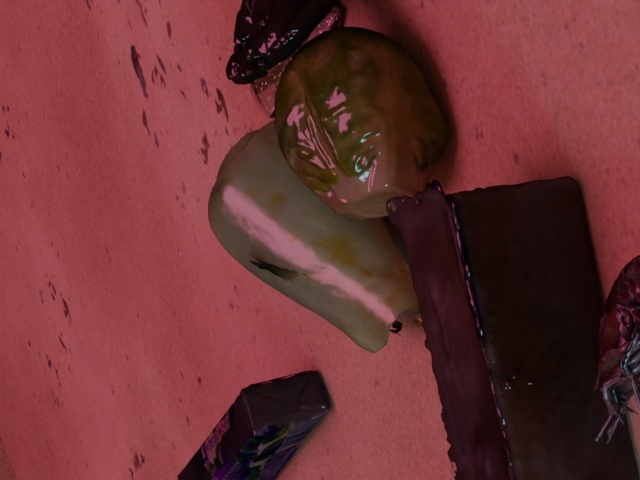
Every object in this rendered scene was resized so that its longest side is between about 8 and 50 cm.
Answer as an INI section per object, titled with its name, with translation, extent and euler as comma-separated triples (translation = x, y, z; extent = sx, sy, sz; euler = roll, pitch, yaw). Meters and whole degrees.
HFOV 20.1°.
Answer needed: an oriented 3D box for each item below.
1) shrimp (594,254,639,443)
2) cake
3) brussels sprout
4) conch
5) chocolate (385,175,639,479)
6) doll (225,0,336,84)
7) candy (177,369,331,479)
[shrimp]
translation = 0.210, 0.075, 1.190
extent = 0.065, 0.056, 0.165
euler = 42, 144, 42
[cake]
translation = -0.008, -0.166, 1.587
extent = 0.140, 0.055, 0.051
euler = -53, 52, 40
[brussels sprout]
translation = 0.025, -0.092, 1.437
extent = 0.155, 0.117, 0.155
euler = 179, 90, -67
[conch]
translation = 0.000, 0.003, 1.583
extent = 0.250, 0.137, 0.143
euler = 49, 123, 13
[chocolate]
translation = 0.149, 0.102, 1.281
extent = 0.112, 0.112, 0.321
euler = -2, 103, 68
[doll]
translation = -0.029, -0.191, 1.461
extent = 0.057, 0.165, 0.139
euler = 41, 164, -23
[candy]
translation = -0.074, 0.215, 1.883
extent = 0.061, 0.088, 0.312
euler = 67, 156, 17
